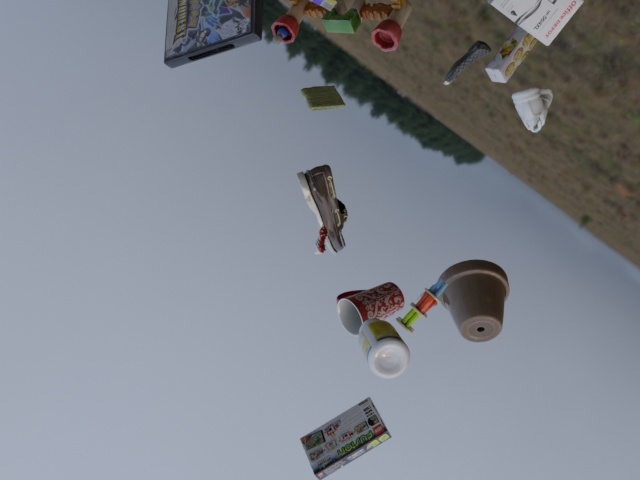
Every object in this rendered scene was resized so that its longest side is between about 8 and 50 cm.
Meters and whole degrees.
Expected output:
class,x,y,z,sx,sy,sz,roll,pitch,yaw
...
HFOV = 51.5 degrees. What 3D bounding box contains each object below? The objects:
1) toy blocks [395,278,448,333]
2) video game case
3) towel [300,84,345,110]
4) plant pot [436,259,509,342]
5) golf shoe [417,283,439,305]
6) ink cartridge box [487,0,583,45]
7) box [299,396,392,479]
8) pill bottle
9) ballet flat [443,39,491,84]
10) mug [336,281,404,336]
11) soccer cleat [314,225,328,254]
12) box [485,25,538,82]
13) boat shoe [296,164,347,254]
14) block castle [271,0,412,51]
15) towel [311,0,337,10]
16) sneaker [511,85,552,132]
class,x,y,z,sx,sy,sz,roll,pitch,yaw
toy blocks,0.254,0.155,1.619,0.054,0.148,0.123,42,-176,11
video game case,-0.239,-0.542,1.488,0.035,0.249,0.274,28,-122,-58
towel,0.009,-0.509,2.380,0.148,0.027,0.110,-12,-119,-26
plant pot,0.562,0.235,2.397,0.263,0.263,0.229,31,-143,-22
golf shoe,0.409,0.231,2.566,0.069,0.086,0.176,58,-153,6
ink cartridge box,0.584,-0.652,1.807,0.203,0.148,0.086,32,-155,-9
box,0.060,0.488,1.639,0.036,0.207,0.114,59,180,-42
pill bottle,0.149,0.256,1.626,0.103,0.103,0.184,33,-173,-14
ballet flat,0.410,-0.495,1.880,0.049,0.173,0.057,34,-131,-14
mug,0.137,0.175,1.893,0.169,0.113,0.150,-22,-119,-31
soccer cleat,0.000,0.000,1.759,0.029,0.036,0.083,28,-126,-33
box,0.679,-0.672,2.241,0.063,0.324,0.067,25,163,50
boat shoe,0.026,-0.084,1.905,0.116,0.097,0.324,-112,-2,-47
block castle,0.018,-0.720,1.965,0.454,0.212,0.303,15,154,31
towel,0.004,-0.688,1.896,0.083,0.009,0.060,23,167,-19
sneaker,0.476,-0.288,1.480,0.212,0.080,0.094,-22,-84,-59
